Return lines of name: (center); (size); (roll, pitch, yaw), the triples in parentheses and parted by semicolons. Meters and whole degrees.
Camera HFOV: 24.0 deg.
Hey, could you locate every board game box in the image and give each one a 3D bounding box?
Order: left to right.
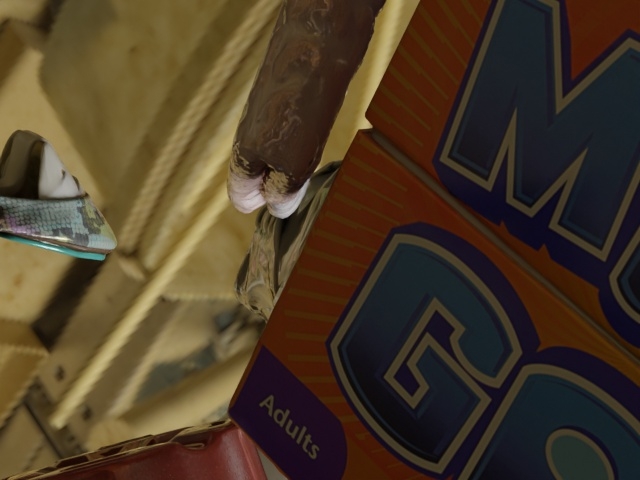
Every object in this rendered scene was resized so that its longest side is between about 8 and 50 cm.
board game box: (0.247, 0.032, 0.724); (0.356, 0.356, 0.356); (-9, 133, -48)

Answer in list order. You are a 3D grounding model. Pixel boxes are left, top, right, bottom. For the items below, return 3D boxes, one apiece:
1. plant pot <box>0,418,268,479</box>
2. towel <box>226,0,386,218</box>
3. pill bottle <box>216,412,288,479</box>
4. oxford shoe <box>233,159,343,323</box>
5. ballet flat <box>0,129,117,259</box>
plant pot: (-0.116, 0.276, 1.065); (0.273, 0.265, 0.272); (-14, 177, -1)
towel: (0.022, -0.176, 0.870); (0.317, 0.053, 0.331); (134, -25, -84)
pill bottle: (0.016, 0.252, 1.526); (0.408, 0.229, 0.229); (-11, 140, -55)
oxford shoe: (0.000, 0.000, 1.347); (0.169, 0.130, 0.449); (-35, 169, -16)
ballet flat: (-0.211, -0.033, 0.934); (0.222, 0.077, 0.079); (6, 97, -45)
